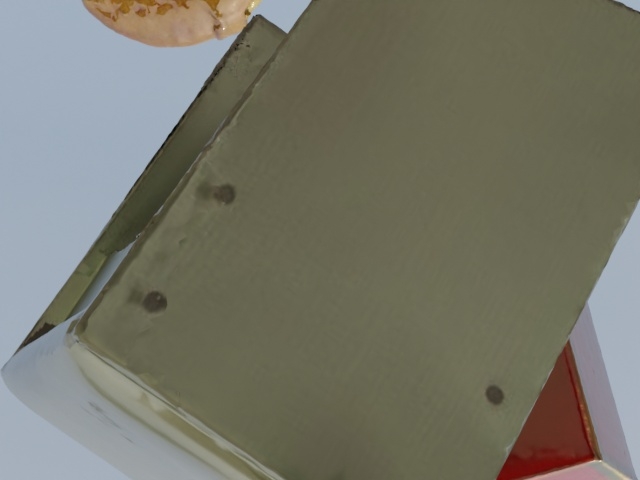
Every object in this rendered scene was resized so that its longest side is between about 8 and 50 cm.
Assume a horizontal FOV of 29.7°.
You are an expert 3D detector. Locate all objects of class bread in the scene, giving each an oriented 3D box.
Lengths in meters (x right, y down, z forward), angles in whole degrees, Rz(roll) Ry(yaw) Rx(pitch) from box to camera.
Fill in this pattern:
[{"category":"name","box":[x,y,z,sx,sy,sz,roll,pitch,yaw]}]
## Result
[{"category":"bread","box":[-0.133,-0.322,1.131,0.268,0.268,0.145,1,-156,9]}]

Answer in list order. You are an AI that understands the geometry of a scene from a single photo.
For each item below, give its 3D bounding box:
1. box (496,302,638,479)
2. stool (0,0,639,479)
[{"category":"box","box":[0.068,0.031,0.807,0.197,0.089,0.313,-21,-118,23]},{"category":"stool","box":[0.000,0.000,0.580,0.170,0.243,0.269,36,-110,-12]}]
